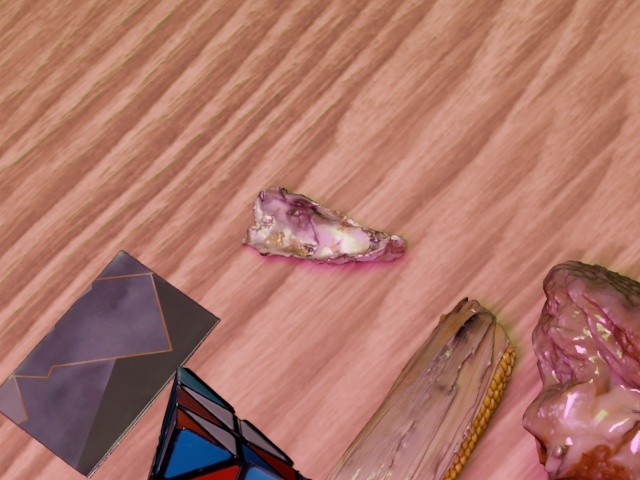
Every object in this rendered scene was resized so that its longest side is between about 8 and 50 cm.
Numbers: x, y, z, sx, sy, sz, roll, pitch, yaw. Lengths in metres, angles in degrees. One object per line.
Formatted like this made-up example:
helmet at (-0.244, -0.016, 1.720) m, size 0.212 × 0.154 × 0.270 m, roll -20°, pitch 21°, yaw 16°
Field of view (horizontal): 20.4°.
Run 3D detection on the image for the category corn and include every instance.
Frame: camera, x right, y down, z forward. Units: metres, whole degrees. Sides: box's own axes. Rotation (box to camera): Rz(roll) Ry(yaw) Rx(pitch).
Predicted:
corn at (0.105, 0.200, 1.900) m, size 0.122 × 0.123 × 0.305 m, roll 20°, pitch 57°, yaw 24°

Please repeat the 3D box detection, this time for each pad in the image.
pad at (-0.250, 0.139, 2.060) m, size 0.163 × 0.004 × 0.243 m, roll 33°, pitch 72°, yaw 21°

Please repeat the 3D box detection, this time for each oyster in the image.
oyster at (-0.002, -0.001, 2.080) m, size 0.200 × 0.061 × 0.106 m, roll 32°, pitch 89°, yaw 24°

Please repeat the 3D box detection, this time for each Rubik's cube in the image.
Rubik's cube at (-0.079, 0.303, 1.917) m, size 0.234 × 0.284 × 0.250 m, roll 17°, pitch 91°, yaw -7°

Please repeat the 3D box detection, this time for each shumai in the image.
shumai at (0.321, 0.181, 1.887) m, size 0.314 × 0.267 × 0.262 m, roll 38°, pitch 105°, yaw 51°
